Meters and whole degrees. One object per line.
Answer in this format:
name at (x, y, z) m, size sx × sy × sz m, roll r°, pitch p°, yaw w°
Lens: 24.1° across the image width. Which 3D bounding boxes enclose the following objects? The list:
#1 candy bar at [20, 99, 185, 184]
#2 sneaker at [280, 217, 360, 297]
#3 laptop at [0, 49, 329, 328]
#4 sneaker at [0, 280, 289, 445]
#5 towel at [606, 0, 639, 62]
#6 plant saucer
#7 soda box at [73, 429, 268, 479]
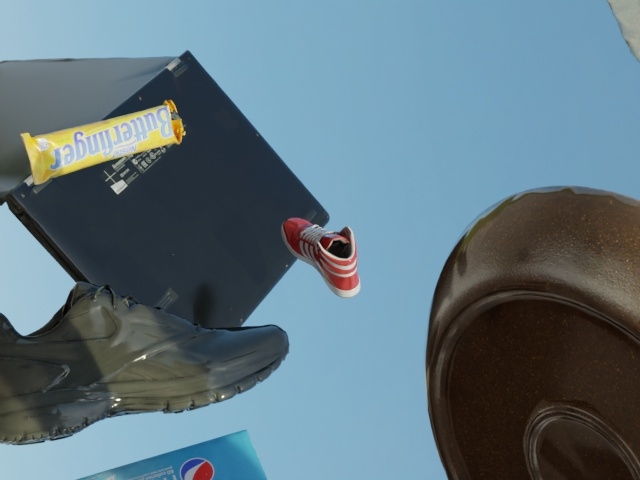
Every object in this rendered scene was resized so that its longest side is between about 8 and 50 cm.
candy bar at (-0.171, -0.080, 1.193) m, size 0.018 × 0.161 × 0.040 m, roll -16°, pitch -87°, yaw 45°
sneaker at (0.000, 0.000, 1.529) m, size 0.118 × 0.042 × 0.067 m, roll 44°, pitch -26°, yaw 32°
laptop at (-0.263, -0.038, 1.660) m, size 0.408 × 0.382 × 0.236 m, roll 49°, pitch -53°, yaw -7°
sneaker at (-0.163, 0.094, 1.299) m, size 0.109 × 0.286 × 0.130 m, roll 158°, pitch -78°, yaw -66°
towel at (0.355, -0.256, 1.124) m, size 0.312 × 0.324 × 0.056 m, roll 35°, pitch 28°, yaw -55°
plant saucer at (0.160, 0.122, 0.826) m, size 0.310 × 0.050 × 0.310 m, roll 31°, pitch -45°, yaw 37°
soda box at (-0.162, 0.268, 1.542) m, size 0.067 × 0.210 × 0.071 m, roll 91°, pitch -21°, yaw -49°
